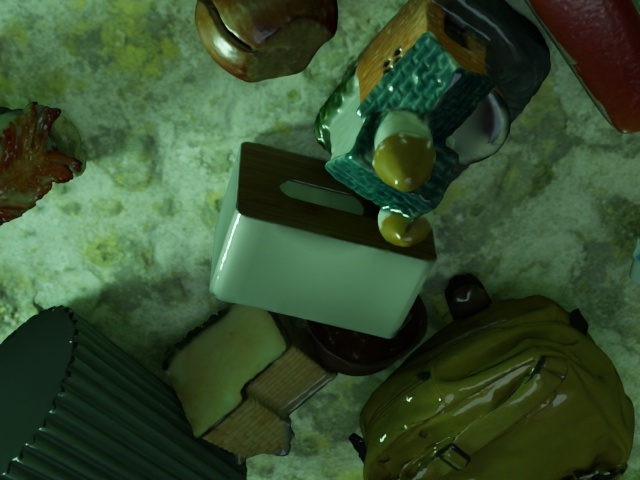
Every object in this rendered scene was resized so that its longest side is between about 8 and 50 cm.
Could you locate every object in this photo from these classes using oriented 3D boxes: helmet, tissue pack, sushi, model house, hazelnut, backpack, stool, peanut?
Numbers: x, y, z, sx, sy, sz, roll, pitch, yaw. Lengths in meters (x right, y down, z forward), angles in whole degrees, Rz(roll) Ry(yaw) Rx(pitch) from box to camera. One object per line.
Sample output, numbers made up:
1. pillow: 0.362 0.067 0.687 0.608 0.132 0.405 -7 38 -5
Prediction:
1. helmet: 0.047 0.124 1.509 0.155 0.175 0.106 31 135 8
2. tissue pack: 0.000 0.001 1.416 0.246 0.159 0.136 13 127 -12
3. sushi: -0.448 -0.074 1.364 0.332 0.130 0.124 -8 129 18
4. model house: -0.080 0.191 1.565 0.183 0.166 0.172 -41 134 8
5. hazelnut: -0.059 -0.249 1.256 0.154 0.143 0.143 -33 121 11
6. backpack: 0.224 0.243 1.565 0.378 0.201 0.353 -24 124 6
7. model house: 0.123 -0.111 1.260 0.190 0.300 0.271 35 119 -16
8. stool: -0.296 0.295 1.548 0.297 0.297 0.330 -38 122 23
9. peanut: -0.305 -0.114 1.398 0.037 0.037 0.083 -5 120 2

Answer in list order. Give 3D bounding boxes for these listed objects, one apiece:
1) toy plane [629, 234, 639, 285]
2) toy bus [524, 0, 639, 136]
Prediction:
1. toy plane: 0.524 0.011 1.461 0.267 0.122 0.266 0 129 0
2. toy bus: 0.315 -0.229 1.277 0.121 0.119 0.265 -30 121 20
